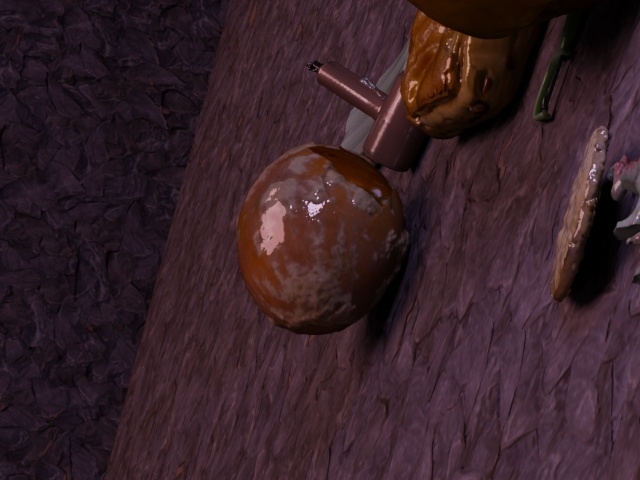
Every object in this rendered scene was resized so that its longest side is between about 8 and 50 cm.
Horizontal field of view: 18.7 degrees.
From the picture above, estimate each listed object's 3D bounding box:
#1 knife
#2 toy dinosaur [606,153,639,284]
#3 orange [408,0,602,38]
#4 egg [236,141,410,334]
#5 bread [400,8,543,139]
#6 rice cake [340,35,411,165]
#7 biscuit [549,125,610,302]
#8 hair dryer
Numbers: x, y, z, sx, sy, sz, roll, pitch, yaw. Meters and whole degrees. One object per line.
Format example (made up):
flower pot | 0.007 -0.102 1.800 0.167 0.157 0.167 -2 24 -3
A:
knife | 0.240 -0.210 1.862 0.054 0.015 0.212 133 155 -80
toy dinosaur | 0.258 -0.054 1.407 0.167 0.053 0.242 -64 2 -12
orange | 0.171 -0.306 1.755 0.279 0.279 0.235 152 109 -72
egg | 0.000 0.000 2.145 0.233 0.195 0.195 -75 13 -47
bread | 0.160 -0.230 2.041 0.210 0.099 0.235 158 132 -74
rice cake | 0.082 -0.162 2.407 0.237 0.043 0.127 135 153 -60
biscuit | 0.209 -0.021 1.575 0.152 0.020 0.152 15 -90 -86
hair dryer | 0.055 -0.171 2.275 0.064 0.182 0.117 -3 -57 -57
